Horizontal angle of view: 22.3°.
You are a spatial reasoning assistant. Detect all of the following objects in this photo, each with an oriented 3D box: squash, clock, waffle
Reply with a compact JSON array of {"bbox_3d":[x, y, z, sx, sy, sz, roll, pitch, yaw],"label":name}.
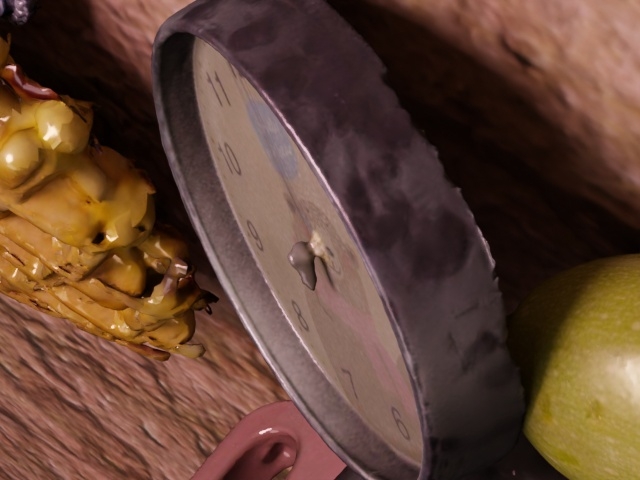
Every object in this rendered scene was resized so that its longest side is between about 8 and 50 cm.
[{"bbox_3d":[0.187,0.071,0.734,0.247,0.132,0.132,15,143,44],"label":"squash"},{"bbox_3d":[0.000,0.000,0.812,0.280,0.055,0.280,54,162,27],"label":"clock"},{"bbox_3d":[-0.241,-0.060,1.038,0.380,0.095,0.382,23,159,32],"label":"waffle"}]

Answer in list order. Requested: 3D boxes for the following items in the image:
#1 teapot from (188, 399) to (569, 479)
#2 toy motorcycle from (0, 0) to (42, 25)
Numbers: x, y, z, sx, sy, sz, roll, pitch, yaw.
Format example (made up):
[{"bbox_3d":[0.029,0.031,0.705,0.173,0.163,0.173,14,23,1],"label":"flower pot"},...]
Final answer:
[{"bbox_3d":[0.015,0.255,0.960,0.376,0.362,0.305,26,155,46],"label":"teapot"},{"bbox_3d":[-0.186,-0.198,0.851,0.114,0.076,0.205,41,152,12],"label":"toy motorcycle"}]
